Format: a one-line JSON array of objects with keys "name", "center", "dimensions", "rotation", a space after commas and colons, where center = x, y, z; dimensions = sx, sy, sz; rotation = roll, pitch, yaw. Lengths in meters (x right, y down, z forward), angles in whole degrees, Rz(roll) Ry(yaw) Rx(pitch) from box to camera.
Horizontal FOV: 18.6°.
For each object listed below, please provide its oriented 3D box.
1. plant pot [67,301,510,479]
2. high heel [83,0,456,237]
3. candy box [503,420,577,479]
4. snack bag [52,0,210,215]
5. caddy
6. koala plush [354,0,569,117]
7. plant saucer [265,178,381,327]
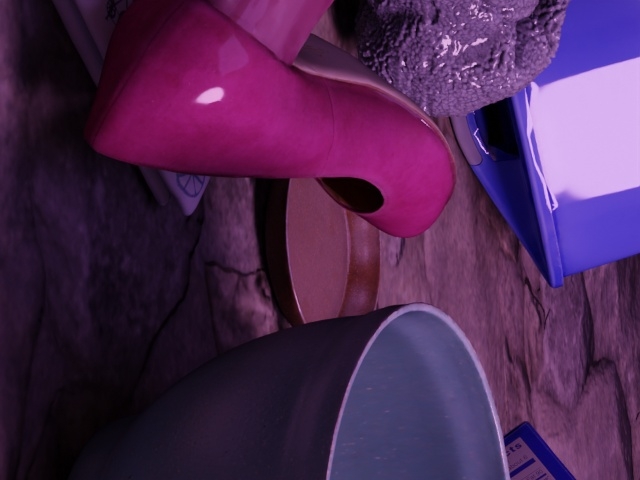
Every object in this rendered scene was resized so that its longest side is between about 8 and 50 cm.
[{"name": "plant pot", "center": [-0.027, 0.185, 1.109], "dimensions": [0.293, 0.196, 0.293], "rotation": [-3, 90, -65]}, {"name": "high heel", "center": [-0.032, -0.054, 1.220], "dimensions": [0.181, 0.127, 0.377], "rotation": [-50, 148, -10]}, {"name": "candy box", "center": [0.224, 0.339, 1.513], "dimensions": [0.317, 0.122, 0.268], "rotation": [52, -9, 44]}, {"name": "snack bag", "center": [-0.094, -0.243, 1.215], "dimensions": [0.342, 0.037, 0.323], "rotation": [-70, 146, -43]}, {"name": "caddy", "center": [0.199, -0.128, 1.695], "dimensions": [0.241, 0.179, 0.341], "rotation": [-98, 174, -66]}, {"name": "koala plush", "center": [0.090, -0.218, 1.416], "dimensions": [0.221, 0.196, 0.203], "rotation": [65, 37, -63]}, {"name": "plant saucer", "center": [0.000, 0.000, 1.401], "dimensions": [0.168, 0.029, 0.168], "rotation": [-3, 90, -65]}]
